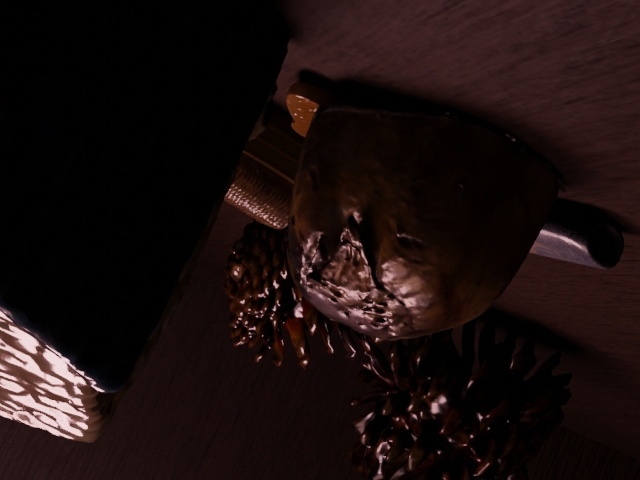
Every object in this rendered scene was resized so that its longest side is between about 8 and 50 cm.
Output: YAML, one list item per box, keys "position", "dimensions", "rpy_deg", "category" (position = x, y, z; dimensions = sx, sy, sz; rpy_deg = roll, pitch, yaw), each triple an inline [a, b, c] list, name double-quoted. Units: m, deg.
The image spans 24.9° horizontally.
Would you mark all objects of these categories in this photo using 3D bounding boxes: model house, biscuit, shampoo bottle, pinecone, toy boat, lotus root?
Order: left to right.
- position: [-0.266, -0.131, 1.090]
  dimensions: [0.445, 0.395, 0.400]
  rpy_deg: [27, 161, 1]
  category: "model house"
- position: [-0.080, -0.092, 1.617]
  dimensions: [0.310, 0.115, 0.089]
  rpy_deg: [30, 169, -41]
  category: "toy boat"
- position: [0.011, 0.064, 2.008]
  dimensions: [0.292, 0.246, 0.246]
  rpy_deg: [6, 177, -16]
  category: "pinecone"
- position: [0.037, -0.107, 1.485]
  dimensions: [0.162, 0.035, 0.250]
  rpy_deg: [10, 167, 32]
  category: "biscuit"
- position: [0.081, -0.009, 1.401]
  dimensions: [0.272, 0.192, 0.272]
  rpy_deg: [21, 162, 7]
  category: "lotus root"
- position: [0.226, 0.285, 2.447]
  dimensions: [0.398, 0.398, 0.398]
  rpy_deg: [22, 172, 3]
  category: "pinecone"
- position: [0.209, -0.018, 1.546]
  dimensions: [0.234, 0.049, 0.087]
  rpy_deg: [15, 167, 44]
  category: "shampoo bottle"
